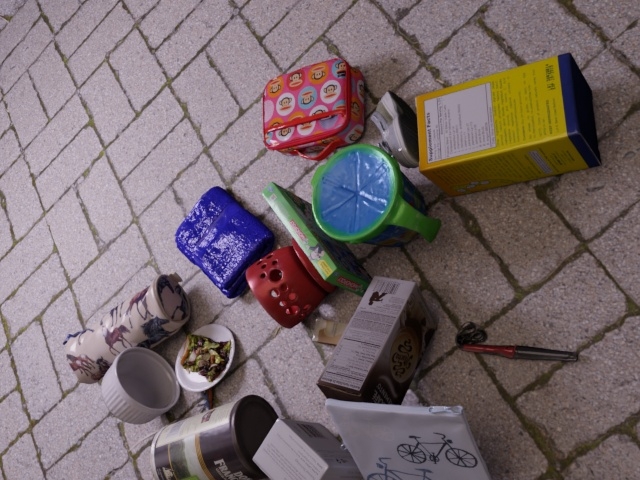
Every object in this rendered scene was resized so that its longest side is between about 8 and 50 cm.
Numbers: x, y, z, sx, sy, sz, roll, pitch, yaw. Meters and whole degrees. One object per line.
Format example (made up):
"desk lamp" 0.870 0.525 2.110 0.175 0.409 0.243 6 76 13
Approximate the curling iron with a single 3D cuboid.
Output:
"curling iron" 0.415 0.227 1.635 0.274 0.035 0.068 8 79 35

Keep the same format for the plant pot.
"plant pot" -0.065 0.100 1.908 0.174 0.191 0.191 -36 58 8

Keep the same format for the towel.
"towel" -0.282 -0.003 2.144 0.308 0.076 0.227 39 98 38

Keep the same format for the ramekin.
"ramekin" -0.504 0.408 2.089 0.109 0.207 0.207 -43 56 25

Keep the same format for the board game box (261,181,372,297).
"board game box" 0.000 0.000 1.876 0.046 0.213 0.317 -46 55 13

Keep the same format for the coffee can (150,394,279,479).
"coffee can" -0.253 0.520 1.882 0.275 0.202 0.201 -25 62 26

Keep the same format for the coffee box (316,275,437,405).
"coffee box" 0.132 0.249 1.668 0.119 0.168 0.297 7 54 36

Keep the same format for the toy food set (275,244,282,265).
"toy food set" -0.128 0.075 2.059 0.122 0.019 0.078 -54 53 16

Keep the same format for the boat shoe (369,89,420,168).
"boat shoe" 0.187 -0.258 1.857 0.103 0.118 0.320 -46 31 23

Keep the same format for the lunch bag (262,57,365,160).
"lunch bag" -0.021 -0.341 2.069 0.293 0.120 0.258 -10 73 33

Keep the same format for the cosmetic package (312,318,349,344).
"cosmetic package" 0.042 0.232 1.879 0.115 0.041 0.060 2 76 34

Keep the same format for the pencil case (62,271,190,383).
"pencil case" -0.558 0.251 2.197 0.410 0.160 0.183 -33 48 21

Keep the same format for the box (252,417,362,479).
"box" -0.023 0.514 1.742 0.182 0.181 0.119 35 96 36

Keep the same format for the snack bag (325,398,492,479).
"snack bag" 0.191 0.444 1.561 0.323 0.342 0.037 -4 36 34

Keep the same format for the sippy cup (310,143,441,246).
"sippy cup" 0.135 -0.085 1.807 0.240 0.224 0.305 -34 59 23

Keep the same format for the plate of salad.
"plate of salad" -0.322 0.315 2.070 0.200 0.048 0.199 -17 52 23

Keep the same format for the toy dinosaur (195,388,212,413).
"toy dinosaur" -0.305 0.435 2.046 0.090 0.047 0.082 -40 75 4

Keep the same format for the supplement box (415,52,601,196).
"supplement box" 0.415 -0.246 1.693 0.357 0.195 0.194 -11 69 30
